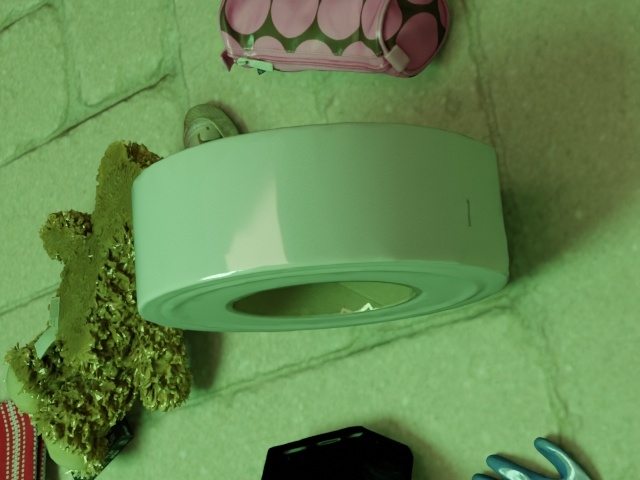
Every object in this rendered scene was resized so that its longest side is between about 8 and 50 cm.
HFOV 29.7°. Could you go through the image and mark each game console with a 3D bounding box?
[{"bbox_3d":[-0.095,0.274,1.004,0.361,0.044,0.213,-17,34,24],"label":"game console"}]

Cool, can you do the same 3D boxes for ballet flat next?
[{"bbox_3d":[-0.097,-0.076,1.159,0.057,0.052,0.168,-48,57,21],"label":"ballet flat"}]

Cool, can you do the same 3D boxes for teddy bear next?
[{"bbox_3d":[-0.200,0.070,1.184,0.245,0.113,0.338,23,99,45],"label":"teddy bear"}]

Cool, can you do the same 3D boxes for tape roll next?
[{"bbox_3d":[0.000,0.000,0.926,0.286,0.286,0.100,-14,73,35],"label":"tape roll"}]

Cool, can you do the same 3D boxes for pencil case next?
[{"bbox_3d":[0.006,-0.189,1.074,0.209,0.095,0.098,8,52,40],"label":"pencil case"}]

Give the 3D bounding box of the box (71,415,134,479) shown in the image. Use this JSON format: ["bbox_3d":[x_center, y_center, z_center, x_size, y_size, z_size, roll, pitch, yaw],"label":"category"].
[{"bbox_3d":[-0.234,0.199,1.242,0.083,0.018,0.067,-47,58,22],"label":"box"}]

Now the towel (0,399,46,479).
[{"bbox_3d":[-0.411,0.282,1.310,0.275,0.031,0.198,-16,61,25],"label":"towel"}]

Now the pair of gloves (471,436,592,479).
[{"bbox_3d":[0.171,0.254,0.919,0.159,0.023,0.198,13,91,38],"label":"pair of gloves"}]
